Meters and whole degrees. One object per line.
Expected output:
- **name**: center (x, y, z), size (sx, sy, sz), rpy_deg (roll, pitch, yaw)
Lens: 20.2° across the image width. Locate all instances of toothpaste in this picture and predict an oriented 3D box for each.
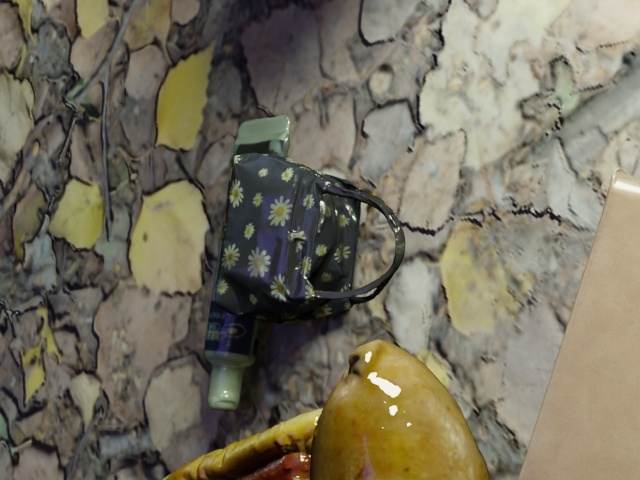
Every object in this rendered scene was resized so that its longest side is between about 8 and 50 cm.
- **toothpaste**: center (-0.055, 0.015, 1.287), size (0.062, 0.037, 0.216), rpy_deg (-2, 75, 48)

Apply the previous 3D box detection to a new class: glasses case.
- **glasses case**: center (0.189, 0.067, 1.001), size (0.103, 0.070, 0.193), rpy_deg (18, 93, 20)

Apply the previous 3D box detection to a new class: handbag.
- **handbag**: center (0.000, 0.000, 1.204), size (0.139, 0.072, 0.115), rpy_deg (2, 82, 43)

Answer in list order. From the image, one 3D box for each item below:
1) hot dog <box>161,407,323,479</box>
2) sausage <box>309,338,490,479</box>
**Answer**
- **hot dog**: center (-0.050, 0.179, 1.219), size (0.242, 0.073, 0.084), rpy_deg (-28, 57, 40)
- **sausage**: center (0.059, 0.305, 1.032), size (0.123, 0.136, 0.500), rpy_deg (-10, 71, 18)
